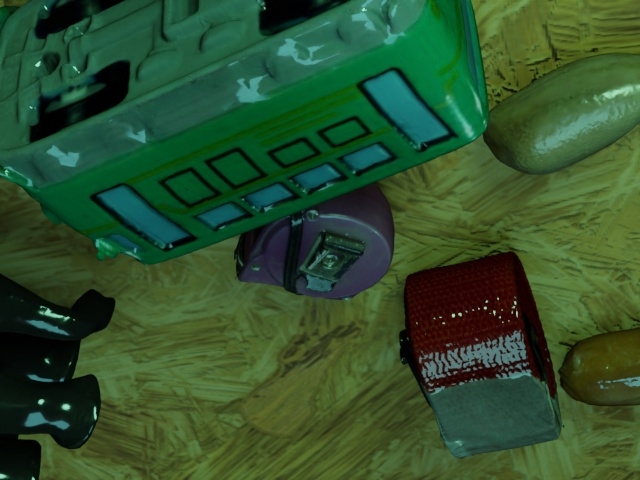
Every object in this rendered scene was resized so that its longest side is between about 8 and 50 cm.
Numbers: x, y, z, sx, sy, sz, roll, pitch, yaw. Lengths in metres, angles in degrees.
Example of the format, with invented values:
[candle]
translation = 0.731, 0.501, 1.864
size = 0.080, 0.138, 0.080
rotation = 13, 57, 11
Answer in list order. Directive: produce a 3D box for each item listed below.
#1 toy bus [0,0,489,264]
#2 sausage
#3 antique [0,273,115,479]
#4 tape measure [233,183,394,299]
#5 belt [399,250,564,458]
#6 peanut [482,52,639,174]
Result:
[toy bus]
translation = -0.053, -0.117, 1.064
size = 0.344, 0.183, 0.199
rotation = -20, 138, 21
[sausage]
translation = 0.316, 0.111, 1.382
size = 0.198, 0.076, 0.076
rotation = -8, 136, 10
[antique]
translation = -0.346, 0.123, 1.317
size = 0.255, 0.185, 0.322
rotation = 23, 136, -24
[tape measure]
translation = 0.000, 0.000, 1.262
size = 0.118, 0.074, 0.125
rotation = 14, 137, -16
[belt]
translation = 0.136, 0.104, 1.334
size = 0.124, 0.128, 0.201
rotation = -12, 132, 14
[peanut]
translation = 0.197, -0.100, 1.157
size = 0.152, 0.076, 0.076
rotation = -23, 132, 17
